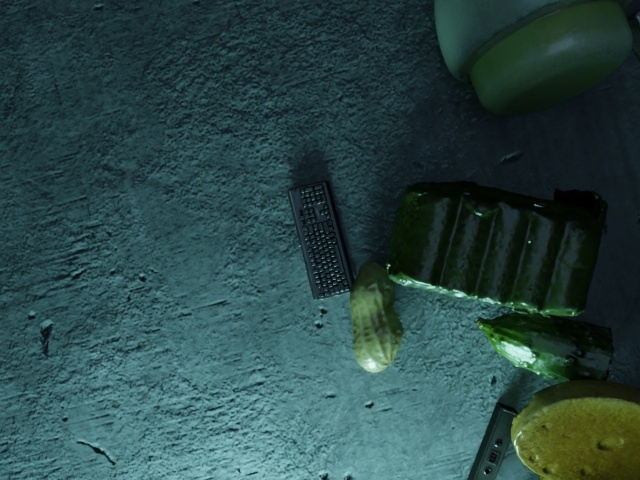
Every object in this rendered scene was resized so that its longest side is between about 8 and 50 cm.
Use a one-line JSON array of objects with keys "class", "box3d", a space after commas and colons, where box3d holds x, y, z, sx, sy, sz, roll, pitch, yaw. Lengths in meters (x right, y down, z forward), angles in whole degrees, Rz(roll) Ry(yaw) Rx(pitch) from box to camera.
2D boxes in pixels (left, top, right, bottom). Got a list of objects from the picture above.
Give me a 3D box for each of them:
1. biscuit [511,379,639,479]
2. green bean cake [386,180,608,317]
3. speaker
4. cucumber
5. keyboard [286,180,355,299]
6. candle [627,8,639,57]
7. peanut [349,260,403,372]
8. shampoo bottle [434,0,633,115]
[{"class": "biscuit", "box3d": [0.504, 0.380, 1.184, 0.344, 0.057, 0.287, 14, 118, -10]}, {"class": "green bean cake", "box3d": [0.281, -0.006, 1.108, 0.319, 0.335, 0.218, 11, 91, -1]}, {"class": "speaker", "box3d": [0.330, 0.413, 1.245, 0.040, 0.046, 0.191, 21, 91, 4]}, {"class": "cucumber", "box3d": [0.414, 0.192, 1.210, 0.244, 0.134, 0.134, 16, 91, 12]}, {"class": "keyboard", "box3d": [0.000, 0.000, 1.281, 0.094, 0.025, 0.230, -15, 89, 1]}, {"class": "candle", "box3d": [0.664, -0.402, 1.218, 0.168, 0.068, 0.192, 12, 89, 0]}, {"class": "peanut", "box3d": [0.105, 0.146, 1.238, 0.099, 0.090, 0.214, -7, 89, 47]}, {"class": "shampoo bottle", "box3d": [0.359, -0.401, 1.111, 0.322, 0.322, 0.317, -19, 84, 3]}]
